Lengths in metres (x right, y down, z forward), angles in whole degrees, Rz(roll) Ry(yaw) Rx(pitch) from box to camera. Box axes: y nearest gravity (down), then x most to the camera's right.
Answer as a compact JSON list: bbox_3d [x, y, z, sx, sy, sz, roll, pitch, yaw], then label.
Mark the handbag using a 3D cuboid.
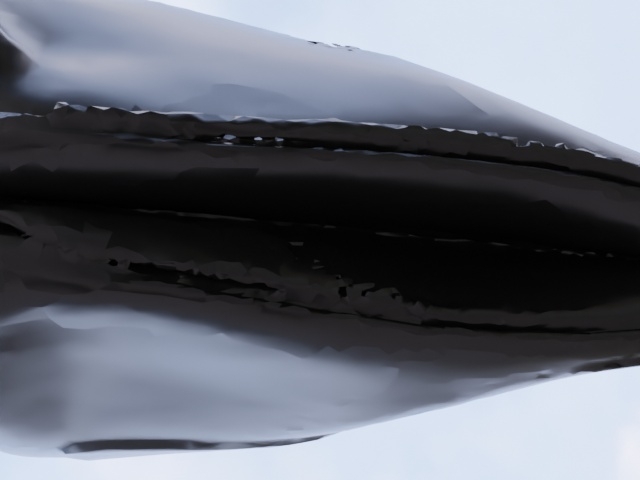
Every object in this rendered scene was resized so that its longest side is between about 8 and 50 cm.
[{"bbox_3d":[0.000,0.000,0.647,0.288,0.342,0.152,4,-88,-3],"label":"handbag"}]
